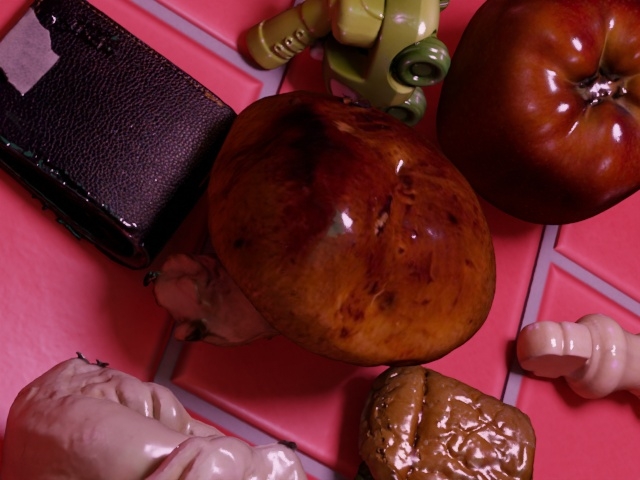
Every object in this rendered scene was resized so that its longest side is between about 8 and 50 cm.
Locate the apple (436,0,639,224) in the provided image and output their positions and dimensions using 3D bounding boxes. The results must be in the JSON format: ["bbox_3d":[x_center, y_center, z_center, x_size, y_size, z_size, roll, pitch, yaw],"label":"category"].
[{"bbox_3d":[0.281,-0.162,1.985,0.288,0.317,0.288,0,90,-13],"label":"apple"}]

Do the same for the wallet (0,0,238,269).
[{"bbox_3d":[-0.226,-0.124,1.797,0.262,0.071,0.221,38,55,-6],"label":"wallet"}]

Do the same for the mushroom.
[{"bbox_3d":[0.000,0.000,1.787,0.345,0.259,0.345,33,30,-22],"label":"mushroom"}]

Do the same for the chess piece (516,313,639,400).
[{"bbox_3d":[0.403,0.153,2.067,0.397,0.117,0.117,10,65,-28],"label":"chess piece"}]

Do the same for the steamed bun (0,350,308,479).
[{"bbox_3d":[-0.152,0.265,1.554,0.320,0.275,0.206,22,53,21],"label":"steamed bun"}]

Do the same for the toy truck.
[{"bbox_3d":[0.048,-0.230,1.941,0.210,0.187,0.148,21,55,-25],"label":"toy truck"}]

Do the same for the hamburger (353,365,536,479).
[{"bbox_3d":[0.137,0.227,1.847,0.206,0.130,0.183,27,55,-19],"label":"hamburger"}]
